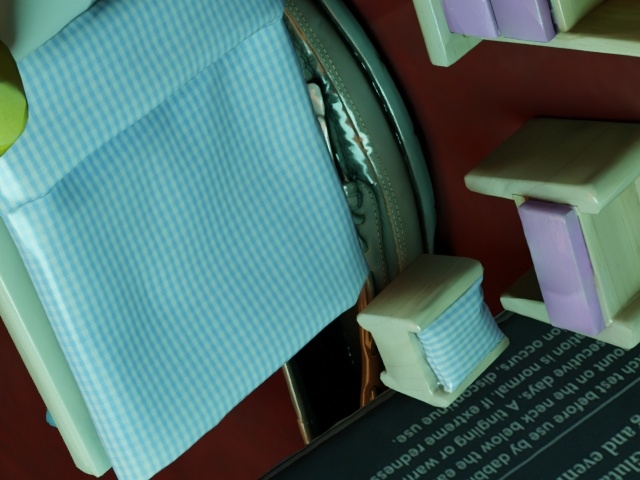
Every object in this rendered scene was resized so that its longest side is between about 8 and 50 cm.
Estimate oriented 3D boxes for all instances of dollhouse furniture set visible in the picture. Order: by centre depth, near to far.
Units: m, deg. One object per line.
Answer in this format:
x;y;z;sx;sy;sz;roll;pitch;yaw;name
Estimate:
0.037;-0.012;0.614;0.198;0.303;0.286;14;133;44;dollhouse furniture set

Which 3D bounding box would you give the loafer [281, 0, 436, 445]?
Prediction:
0.000;0.000;0.874;0.096;0.084;0.267;9;130;46;loafer

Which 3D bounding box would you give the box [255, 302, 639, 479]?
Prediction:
0.166;0.256;0.768;0.395;0.212;0.293;38;147;34;box
